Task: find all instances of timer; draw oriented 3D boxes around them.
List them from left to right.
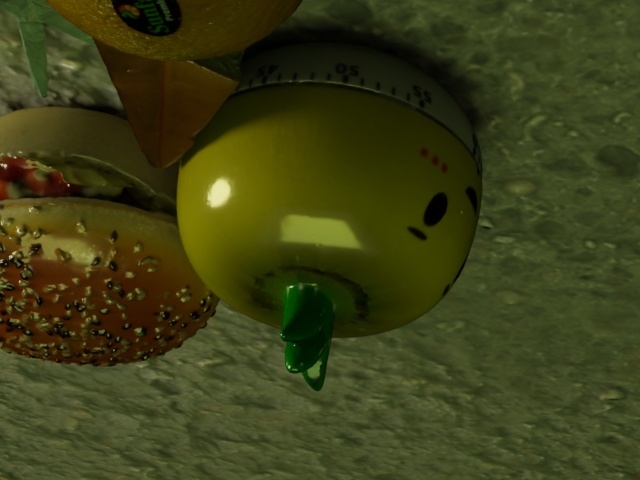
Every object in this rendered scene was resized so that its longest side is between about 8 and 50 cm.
[{"bbox_3d":[0.000,0.000,1.525,0.285,0.285,0.285,7,149,4],"label":"timer"}]

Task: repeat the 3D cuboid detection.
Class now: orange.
[{"bbox_3d":[-0.106,-0.234,1.227,0.236,0.236,0.236,7,149,4],"label":"orange"}]

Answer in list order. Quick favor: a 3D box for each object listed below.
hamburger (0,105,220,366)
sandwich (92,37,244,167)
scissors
[{"bbox_3d":[-0.232,0.011,1.698,0.300,0.176,0.300,5,148,3],"label":"hamburger"},{"bbox_3d":[-0.145,-0.158,1.456,0.144,0.117,0.187,23,148,-16],"label":"sandwich"},{"bbox_3d":[-0.231,-0.186,1.454,0.144,0.017,0.248,-26,154,3],"label":"scissors"}]
